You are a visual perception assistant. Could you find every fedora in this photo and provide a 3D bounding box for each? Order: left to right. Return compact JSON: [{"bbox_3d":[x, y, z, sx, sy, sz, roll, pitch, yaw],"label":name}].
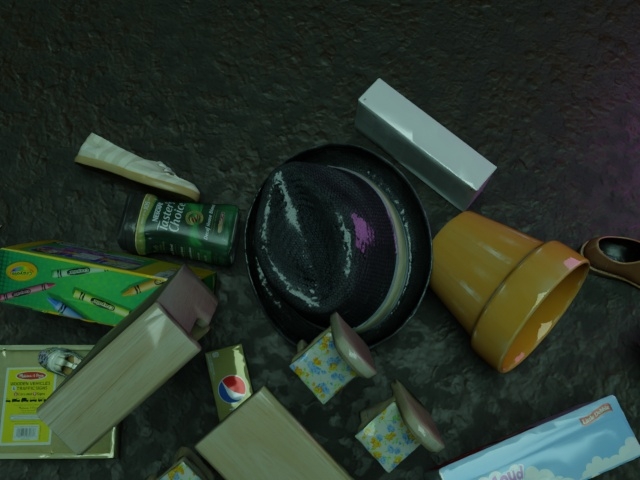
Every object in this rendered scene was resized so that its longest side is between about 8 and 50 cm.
[{"bbox_3d":[0.000,0.000,1.088,0.334,0.152,0.334,-4,78,20],"label":"fedora"}]

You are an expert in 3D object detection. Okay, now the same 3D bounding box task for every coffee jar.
[{"bbox_3d":[-0.222,-0.018,1.170,0.184,0.079,0.096,7,64,0],"label":"coffee jar"}]

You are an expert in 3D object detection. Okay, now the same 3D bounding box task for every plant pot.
[{"bbox_3d":[0.258,0.059,1.108,0.205,0.205,0.188,-44,63,-13],"label":"plant pot"}]

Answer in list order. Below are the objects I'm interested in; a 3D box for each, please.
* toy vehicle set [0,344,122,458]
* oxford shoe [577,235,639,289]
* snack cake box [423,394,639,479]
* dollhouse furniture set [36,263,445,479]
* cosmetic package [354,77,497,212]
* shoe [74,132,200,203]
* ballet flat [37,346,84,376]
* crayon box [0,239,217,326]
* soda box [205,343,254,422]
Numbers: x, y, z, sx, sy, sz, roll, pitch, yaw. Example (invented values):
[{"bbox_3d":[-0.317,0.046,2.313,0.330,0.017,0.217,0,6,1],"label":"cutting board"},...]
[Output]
[{"bbox_3d":[-0.430,0.241,1.111,0.267,0.035,0.166,0,72,-1],"label":"toy vehicle set"},{"bbox_3d":[0.521,0.037,1.171,0.212,0.076,0.076,10,71,0],"label":"oxford shoe"},{"bbox_3d":[0.288,0.311,1.039,0.264,0.152,0.089,-21,74,-7],"label":"snack cake box"},{"bbox_3d":[-0.100,0.241,0.898,0.362,0.256,0.394,-41,98,5],"label":"dollhouse furniture set"},{"bbox_3d":[0.166,-0.155,1.214,0.239,0.099,0.060,40,76,10],"label":"cosmetic package"},{"bbox_3d":[-0.292,-0.116,1.205,0.219,0.076,0.058,20,78,7],"label":"shoe"},{"bbox_3d":[-0.364,0.183,1.090,0.114,0.041,0.041,20,73,5],"label":"ballet flat"},{"bbox_3d":[-0.307,0.066,1.093,0.278,0.165,0.081,11,94,3],"label":"crayon box"},{"bbox_3d":[-0.122,0.250,1.099,0.058,0.061,0.181,-14,73,-6],"label":"soda box"}]
